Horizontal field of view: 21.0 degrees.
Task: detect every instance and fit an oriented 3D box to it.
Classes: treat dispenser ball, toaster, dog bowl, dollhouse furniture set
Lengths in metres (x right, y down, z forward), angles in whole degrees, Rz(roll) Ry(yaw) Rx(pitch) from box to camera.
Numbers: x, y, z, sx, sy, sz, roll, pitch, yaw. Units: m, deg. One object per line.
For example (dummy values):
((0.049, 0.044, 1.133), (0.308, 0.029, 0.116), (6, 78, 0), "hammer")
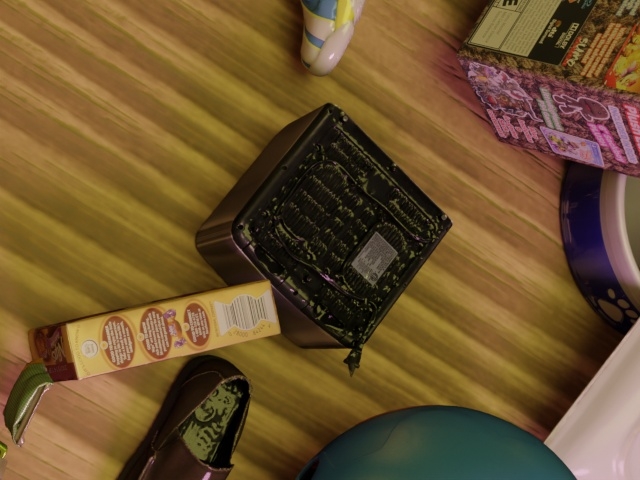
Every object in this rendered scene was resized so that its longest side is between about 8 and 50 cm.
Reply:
((0.098, 0.283, 1.460), (0.288, 0.288, 0.288), (3, 83, -26), "treat dispenser ball")
((0.000, 0.000, 1.544), (0.168, 0.110, 0.186), (43, 68, -15), "toaster")
((0.376, -0.022, 1.735), (0.265, 0.104, 0.265), (3, 82, -26), "dog bowl")
((-0.276, 0.159, 1.401), (0.058, 0.076, 0.152), (26, 92, -15), "dollhouse furniture set")

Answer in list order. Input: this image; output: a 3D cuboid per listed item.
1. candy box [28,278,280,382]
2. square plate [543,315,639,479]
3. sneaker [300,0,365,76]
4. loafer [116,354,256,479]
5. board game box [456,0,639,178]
((-0.141, 0.077, 1.466), (0.186, 0.109, 0.053), (-13, 90, -27), "candy box")
((0.417, 0.176, 1.678), (0.347, 0.049, 0.344), (39, 87, -29), "square plate")
((-0.010, -0.274, 1.598), (0.126, 0.091, 0.240), (16, 77, -5), "sneaker")
((-0.121, 0.197, 1.479), (0.080, 0.078, 0.220), (26, 73, -21), "loafer")
((0.318, -0.189, 1.608), (0.232, 0.291, 0.141), (-57, 142, -19), "board game box")
